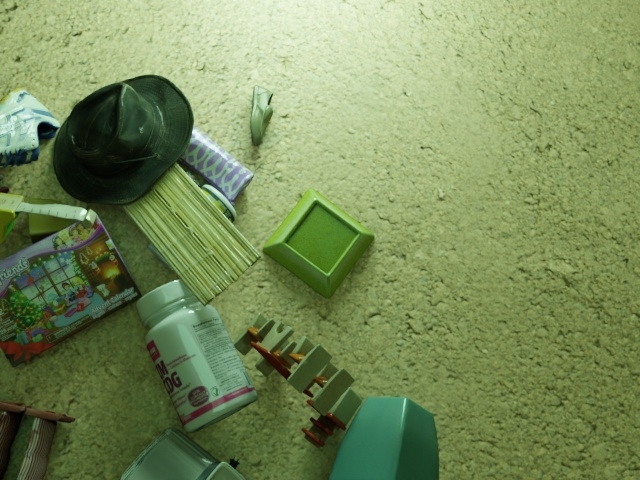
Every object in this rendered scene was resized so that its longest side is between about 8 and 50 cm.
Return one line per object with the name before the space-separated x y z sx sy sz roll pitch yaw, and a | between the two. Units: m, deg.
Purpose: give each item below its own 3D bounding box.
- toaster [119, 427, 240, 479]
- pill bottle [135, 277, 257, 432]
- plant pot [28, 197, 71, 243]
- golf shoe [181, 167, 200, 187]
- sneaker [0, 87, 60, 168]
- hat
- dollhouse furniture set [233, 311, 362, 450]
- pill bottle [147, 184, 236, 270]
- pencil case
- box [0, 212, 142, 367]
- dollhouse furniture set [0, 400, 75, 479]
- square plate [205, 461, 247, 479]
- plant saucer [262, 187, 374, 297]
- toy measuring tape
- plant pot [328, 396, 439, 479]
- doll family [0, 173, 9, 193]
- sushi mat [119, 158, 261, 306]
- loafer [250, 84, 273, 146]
toaster | -0.285 0.471 1.582 0.146 0.129 0.227 34 70 25
pill bottle | -0.257 0.229 1.642 0.160 0.160 0.283 -25 78 -13
plant pot | -0.569 -0.043 1.709 0.083 0.081 0.081 -3 77 -17
golf shoe | -0.355 -0.133 1.770 0.186 0.067 0.086 21 79 7
sneaker | -0.650 -0.200 1.670 0.131 0.112 0.296 37 46 -10
hat | -0.442 -0.243 1.707 0.331 0.134 0.331 -6 65 12
dollhouse furniture set | -0.044 0.290 1.626 0.135 0.262 0.259 -49 119 -14
pill bottle | -0.276 -0.025 1.732 0.103 0.103 0.184 43 75 4
pencil case | -0.245 -0.171 1.781 0.206 0.086 0.088 37 66 2
box | -0.543 0.098 1.655 0.293 0.057 0.201 -30 102 -14
dollhouse furniture set | -0.581 0.395 1.448 0.152 0.374 0.201 13 76 -1
square plate | -0.198 0.644 1.543 0.347 0.049 0.344 -49 119 -16
plant saucer | 0.000 0.000 1.797 0.188 0.045 0.188 37 74 2
toy measuring tape | -0.614 -0.029 1.618 0.330 0.121 0.121 8 75 -2
plant pot | 0.139 0.441 1.626 0.165 0.165 0.234 38 57 -39
doll family | -0.788 -0.127 1.673 0.263 0.118 0.163 -34 86 -16
sushi mat | -0.270 -0.021 1.660 0.151 0.019 0.316 -39 67 -10
loafer | -0.133 -0.285 1.841 0.050 0.056 0.148 2 76 -2
